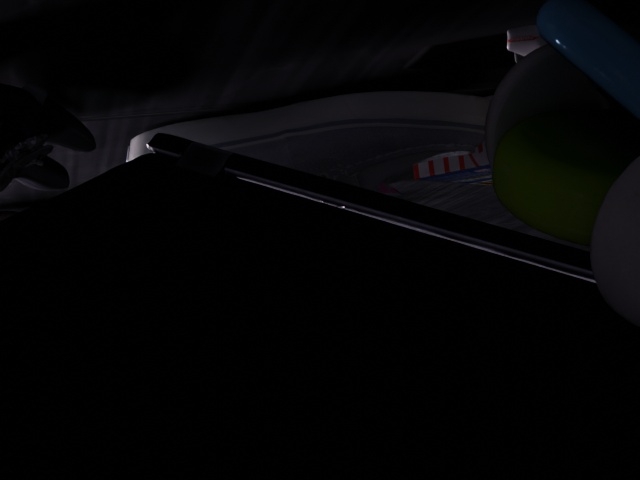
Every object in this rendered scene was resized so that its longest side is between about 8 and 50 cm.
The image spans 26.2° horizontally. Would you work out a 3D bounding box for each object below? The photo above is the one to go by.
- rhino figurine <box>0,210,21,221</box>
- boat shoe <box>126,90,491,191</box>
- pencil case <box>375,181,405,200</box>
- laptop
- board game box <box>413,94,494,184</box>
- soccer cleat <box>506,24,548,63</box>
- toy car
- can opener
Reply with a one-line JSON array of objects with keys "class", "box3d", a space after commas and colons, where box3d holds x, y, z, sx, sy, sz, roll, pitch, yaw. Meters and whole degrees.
[{"class": "rhino figurine", "box3d": [-0.292, 0.017, 1.130, 0.243, 0.073, 0.106, -9, -178, -2]}, {"class": "boat shoe", "box3d": [-0.006, -0.037, 0.809, 0.227, 0.081, 0.079, -8, 175, 20]}, {"class": "pencil case", "box3d": [0.000, 0.000, 1.007, 0.124, 0.124, 0.284, -8, 175, 16]}, {"class": "laptop", "box3d": [0.024, 0.110, 0.607, 0.382, 0.236, 0.408, 18, 160, 39]}, {"class": "board game box", "box3d": [0.169, -0.068, 0.896, 0.146, 0.045, 0.193, -10, 174, 34]}, {"class": "soccer cleat", "box3d": [0.114, -0.090, 0.670, 0.035, 0.029, 0.083, 1, 175, 21]}, {"class": "toy car", "box3d": [0.151, -0.056, 0.504, 0.182, 0.136, 0.159, -8, -152, -11]}, {"class": "can opener", "box3d": [-0.149, -0.052, 0.680, 0.059, 0.073, 0.186, -46, 172, 8]}]
